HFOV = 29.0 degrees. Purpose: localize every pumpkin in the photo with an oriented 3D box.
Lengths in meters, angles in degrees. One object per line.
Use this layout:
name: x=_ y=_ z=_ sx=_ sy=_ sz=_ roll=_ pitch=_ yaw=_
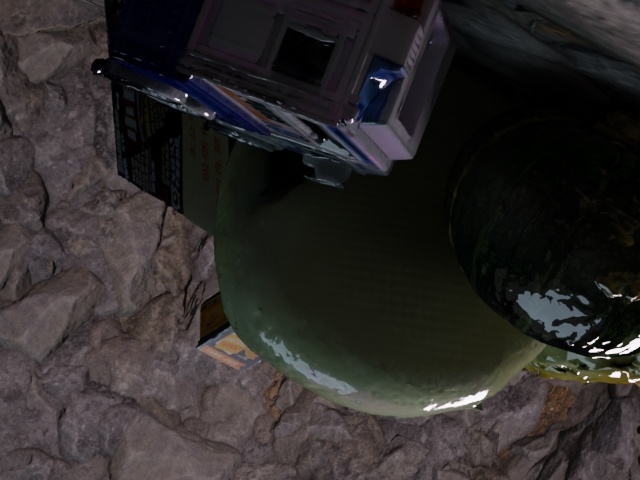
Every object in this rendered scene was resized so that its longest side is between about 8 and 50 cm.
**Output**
pumpkin: x=0.168 y=-0.010 z=0.784 sx=0.190 sy=0.146 sz=0.190 roll=19 pitch=-142 yaw=-16

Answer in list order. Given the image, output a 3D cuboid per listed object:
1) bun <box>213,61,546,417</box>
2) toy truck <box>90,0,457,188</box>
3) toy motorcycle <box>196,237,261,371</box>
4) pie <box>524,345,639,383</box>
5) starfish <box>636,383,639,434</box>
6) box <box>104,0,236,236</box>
bun: x=0.046 y=0.000 z=0.929 sx=0.283 sy=0.283 sz=0.179 roll=25 pitch=159 yaw=-13
toy truck: x=-0.004 y=-0.105 z=0.695 sx=0.155 sy=0.124 sz=0.268 roll=21 pitch=180 yaw=13
toy motorcycle: x=0.000 y=0.000 z=1.106 sx=0.091 sy=0.263 sz=0.157 roll=30 pitch=-136 yaw=-35
pie: x=0.298 y=0.053 z=1.052 sx=0.288 sy=0.103 sz=0.355 roll=-2 pitch=-174 yaw=0
starfish: x=0.322 y=0.059 z=1.304 sx=0.323 sy=0.083 sz=0.432 roll=-5 pitch=-156 yaw=-30
box: x=-0.103 y=-0.127 z=1.093 sx=0.084 sy=0.198 sz=0.310 roll=-10 pitch=-162 yaw=-25
